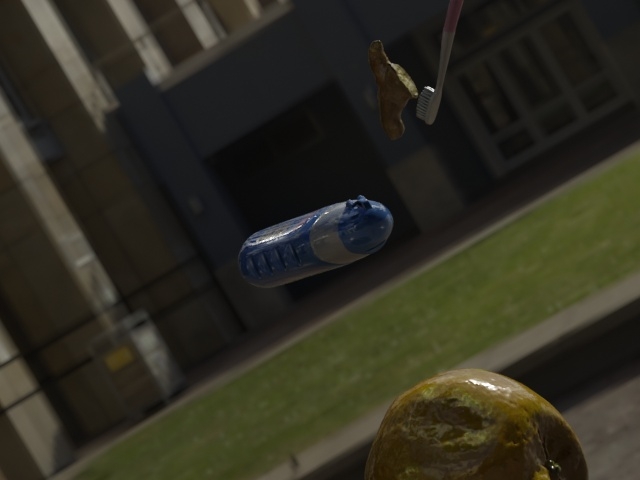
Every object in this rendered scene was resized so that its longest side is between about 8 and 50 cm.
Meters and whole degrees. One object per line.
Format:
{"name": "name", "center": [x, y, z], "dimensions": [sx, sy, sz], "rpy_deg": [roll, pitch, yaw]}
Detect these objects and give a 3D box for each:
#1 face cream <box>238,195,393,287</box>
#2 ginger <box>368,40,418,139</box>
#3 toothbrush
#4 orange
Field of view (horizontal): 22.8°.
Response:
{"name": "face cream", "center": [0.000, 0.000, 2.149], "dimensions": [0.149, 0.083, 0.264], "rpy_deg": [-27, 5, -36]}
{"name": "ginger", "center": [0.072, -0.144, 1.499], "dimensions": [0.030, 0.097, 0.048], "rpy_deg": [-24, 20, -34]}
{"name": "toothbrush", "center": [0.155, -0.267, 1.862], "dimensions": [0.020, 0.025, 0.286], "rpy_deg": [-22, -46, -48]}
{"name": "orange", "center": [0.192, 0.290, 1.912], "dimensions": [0.235, 0.279, 0.279], "rpy_deg": [-9, 17, 46]}
